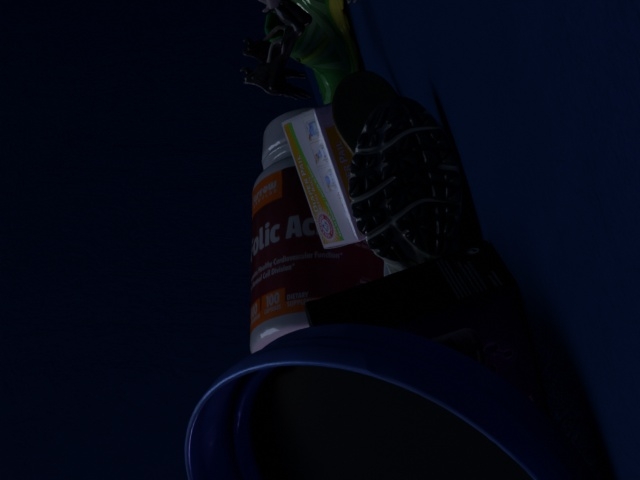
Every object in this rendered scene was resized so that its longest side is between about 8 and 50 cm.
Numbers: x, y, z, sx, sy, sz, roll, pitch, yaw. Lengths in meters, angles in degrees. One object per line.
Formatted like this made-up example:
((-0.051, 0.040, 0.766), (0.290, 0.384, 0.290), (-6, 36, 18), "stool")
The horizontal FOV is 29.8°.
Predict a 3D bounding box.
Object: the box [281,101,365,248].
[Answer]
((0.042, -0.101, 1.754), (0.103, 0.114, 0.203), (-13, 98, 60), "box")

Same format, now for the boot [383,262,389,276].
((0.115, 0.091, 1.305), (0.069, 0.086, 0.190), (49, -142, -64), "boot")

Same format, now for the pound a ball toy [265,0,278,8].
((-0.072, -0.359, 1.092), (0.319, 0.208, 0.135), (71, 180, -60), "pound a ball toy")

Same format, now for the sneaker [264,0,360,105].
((-0.018, -0.310, 1.777), (0.109, 0.124, 0.295), (-110, 0, -48), "sneaker")

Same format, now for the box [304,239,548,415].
((0.113, 0.157, 1.134), (0.103, 0.184, 0.261), (-107, -1, -63), "box")

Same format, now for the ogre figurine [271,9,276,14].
((-0.022, -0.378, 2.019), (0.197, 0.097, 0.118), (54, 171, -33), "ogre figurine")

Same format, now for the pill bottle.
((0.000, 0.000, 1.915), (0.224, 0.224, 0.392), (72, -165, -63), "pill bottle")

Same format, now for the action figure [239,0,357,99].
((-0.021, -0.321, 1.462), (0.164, 0.141, 0.275), (-90, 9, -66), "action figure")

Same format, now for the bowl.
((0.067, 0.238, 1.040), (0.077, 0.391, 0.391), (-48, -51, -44), "bowl")

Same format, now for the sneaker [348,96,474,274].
((0.099, -0.010, 1.209), (0.122, 0.110, 0.283), (-74, -29, -71), "sneaker")

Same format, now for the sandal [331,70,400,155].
((0.076, -0.095, 1.429), (0.079, 0.088, 0.240), (81, 167, -50), "sandal")
